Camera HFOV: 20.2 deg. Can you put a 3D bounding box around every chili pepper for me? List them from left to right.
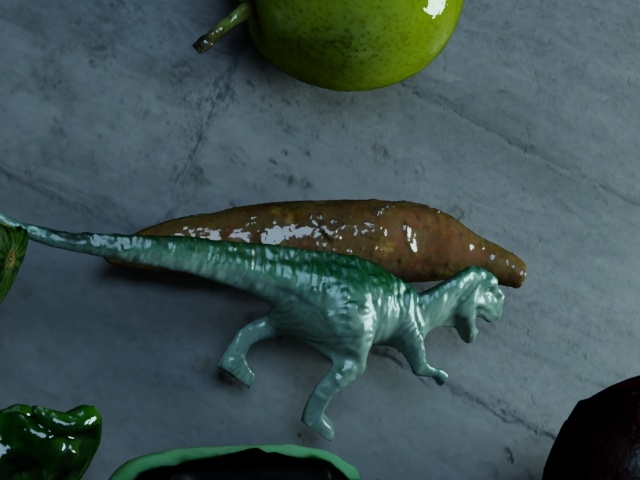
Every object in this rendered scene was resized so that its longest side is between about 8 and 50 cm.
[{"bbox_3d":[-0.234,0.173,1.054,0.074,0.100,0.257,17,38,36],"label":"chili pepper"}]

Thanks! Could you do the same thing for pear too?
[{"bbox_3d":[0.001,-0.191,1.319,0.216,0.166,0.180,-20,85,-8],"label":"pear"}]

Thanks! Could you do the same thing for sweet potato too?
[{"bbox_3d":[0.000,0.000,1.255,0.314,0.072,0.066,2,35,-24],"label":"sweet potato"}]

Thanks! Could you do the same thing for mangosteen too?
[{"bbox_3d":[0.238,0.187,1.195,0.210,0.210,0.209,10,60,-18],"label":"mangosteen"}]

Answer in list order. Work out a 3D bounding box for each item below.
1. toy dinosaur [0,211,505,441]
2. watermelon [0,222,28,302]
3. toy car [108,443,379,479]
[{"bbox_3d":[-0.037,0.065,1.191,0.383,0.076,0.129,6,92,-32],"label":"toy dinosaur"},{"bbox_3d":[-0.296,0.015,1.060,0.232,0.204,0.127,13,84,-10],"label":"watermelon"},{"bbox_3d":[-0.036,0.301,1.027,0.213,0.176,0.358,-1,61,-25],"label":"toy car"}]
